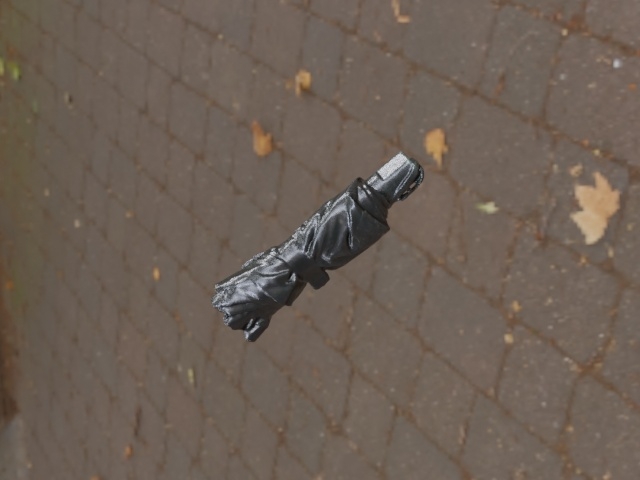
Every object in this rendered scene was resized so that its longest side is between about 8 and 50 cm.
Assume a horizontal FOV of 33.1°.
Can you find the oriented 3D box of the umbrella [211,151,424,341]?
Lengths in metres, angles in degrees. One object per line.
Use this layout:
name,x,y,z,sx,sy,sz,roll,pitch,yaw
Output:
umbrella,0.000,0.000,1.017,0.236,0.066,0.059,-40,45,6
